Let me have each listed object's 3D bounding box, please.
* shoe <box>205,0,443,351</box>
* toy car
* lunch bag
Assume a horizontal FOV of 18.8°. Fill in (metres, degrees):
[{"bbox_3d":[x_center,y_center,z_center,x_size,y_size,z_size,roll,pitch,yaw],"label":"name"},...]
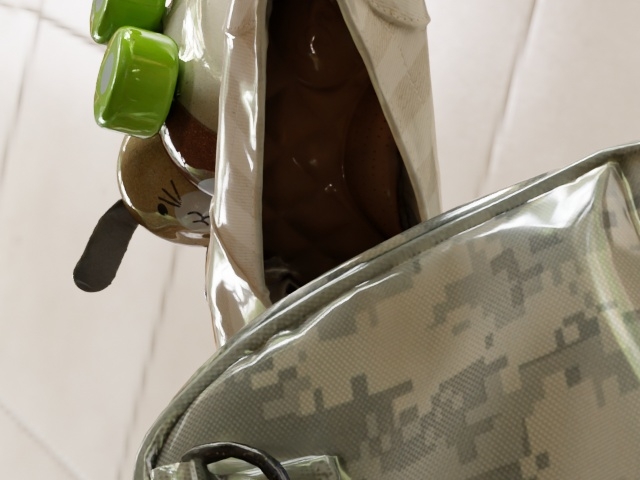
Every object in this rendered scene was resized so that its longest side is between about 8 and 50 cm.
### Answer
[{"bbox_3d":[0.000,0.000,0.586,0.058,0.076,0.219,-88,-5,-60],"label":"shoe"},{"bbox_3d":[-0.059,-0.034,1.009,0.149,0.155,0.188,-101,29,-51],"label":"toy car"},{"bbox_3d":[0.095,0.120,0.562,0.305,0.256,0.212,73,-172,-56],"label":"lunch bag"}]
